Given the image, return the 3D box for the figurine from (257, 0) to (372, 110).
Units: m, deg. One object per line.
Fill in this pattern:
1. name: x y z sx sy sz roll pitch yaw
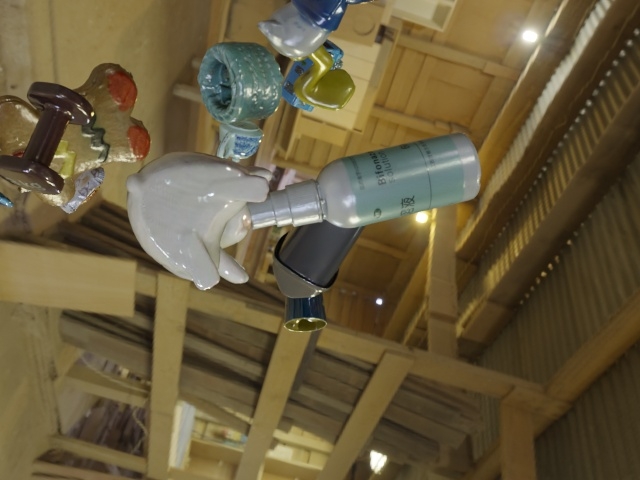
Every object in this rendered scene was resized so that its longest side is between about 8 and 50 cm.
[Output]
1. figurine: 0.033 -0.388 0.820 0.284 0.204 0.338 -39 171 -1

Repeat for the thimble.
1. thimble: -0.208 -0.403 1.402 0.235 0.143 0.198 26 -56 45

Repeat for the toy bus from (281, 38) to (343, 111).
1. toy bus: -0.034 -0.585 1.930 0.134 0.113 0.246 -2 132 -52

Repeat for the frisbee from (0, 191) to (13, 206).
1. frisbee: -0.860 -0.148 1.330 0.242 0.242 0.045 122 -9 -78

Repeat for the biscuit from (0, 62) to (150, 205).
1. biscuit: -0.665 -0.268 1.508 0.394 0.076 0.368 -28 146 -23

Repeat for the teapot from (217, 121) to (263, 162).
1. teapot: -0.291 -0.345 1.956 0.232 0.159 0.158 -39 151 -61

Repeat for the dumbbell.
1. dumbbell: -0.593 -0.219 1.192 0.124 0.141 0.225 71 30 -69

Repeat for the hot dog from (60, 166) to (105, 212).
1. hot dog: -0.789 -0.171 1.831 0.192 0.099 0.053 -49 149 -4

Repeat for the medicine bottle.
1. medicine bottle: 0.062 -0.078 0.848 0.110 0.352 0.110 166 -90 -84

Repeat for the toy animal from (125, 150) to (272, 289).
1. toy animal: -0.129 -0.034 0.657 0.282 0.138 0.140 -47 158 -89

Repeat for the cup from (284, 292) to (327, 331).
1. cup: -0.040 0.201 1.744 0.176 0.131 0.155 40 41 -55

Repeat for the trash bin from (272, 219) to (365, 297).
1. trash bin: 0.000 0.000 1.419 0.290 0.182 0.209 -56 -178 26
